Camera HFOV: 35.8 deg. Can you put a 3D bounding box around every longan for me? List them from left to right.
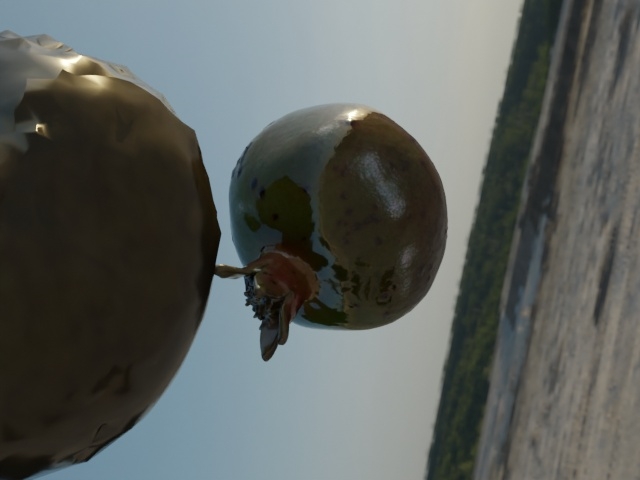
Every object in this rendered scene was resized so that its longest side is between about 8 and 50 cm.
[{"bbox_3d":[-0.303,0.024,0.923,0.404,0.403,0.436,87,-159,-52],"label":"longan"}]

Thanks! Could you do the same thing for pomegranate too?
[{"bbox_3d":[-0.004,0.001,1.197,0.323,0.290,0.291,-46,-22,-18],"label":"pomegranate"}]
